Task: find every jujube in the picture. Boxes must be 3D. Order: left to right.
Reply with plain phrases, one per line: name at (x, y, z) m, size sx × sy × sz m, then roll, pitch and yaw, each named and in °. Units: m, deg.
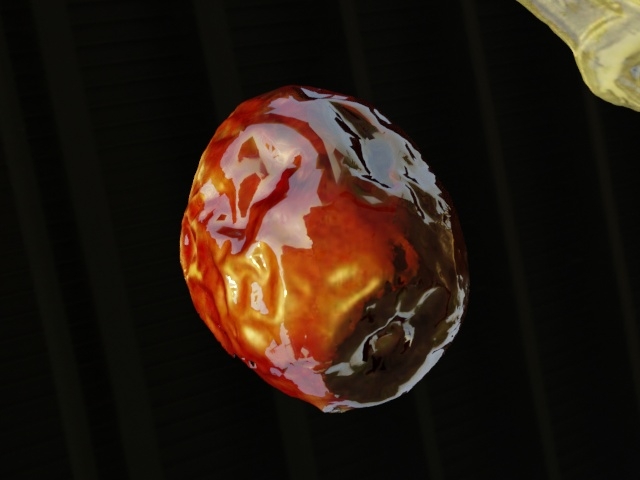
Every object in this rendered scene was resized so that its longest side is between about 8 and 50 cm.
jujube at (0.000, 0.000, 0.718) m, size 0.183 × 0.243 × 0.183 m, roll -15°, pitch -53°, yaw -20°

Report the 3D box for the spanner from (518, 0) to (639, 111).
spanner at (0.024, -0.130, 0.358) m, size 0.302 × 0.071 × 0.017 m, roll 32°, pitch -113°, yaw -16°
